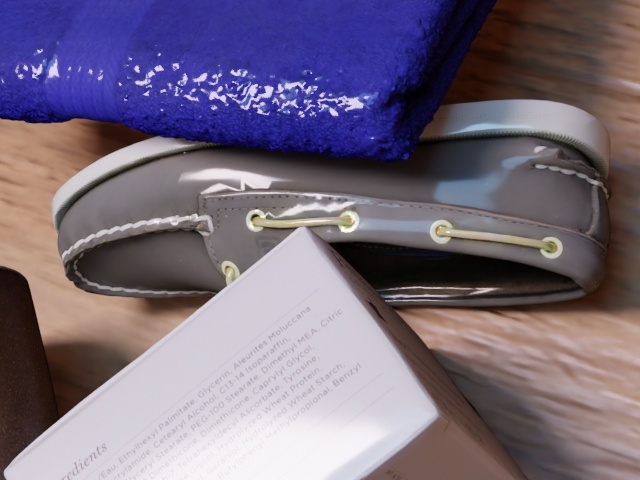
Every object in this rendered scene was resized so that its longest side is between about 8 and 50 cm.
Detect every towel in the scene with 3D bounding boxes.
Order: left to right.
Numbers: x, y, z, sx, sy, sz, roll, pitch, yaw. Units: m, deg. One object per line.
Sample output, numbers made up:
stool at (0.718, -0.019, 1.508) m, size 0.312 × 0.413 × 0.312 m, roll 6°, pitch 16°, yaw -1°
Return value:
towel at (-0.053, -0.132, 0.995) m, size 0.308 × 0.076 × 0.227 m, roll 8°, pitch 52°, yaw 27°

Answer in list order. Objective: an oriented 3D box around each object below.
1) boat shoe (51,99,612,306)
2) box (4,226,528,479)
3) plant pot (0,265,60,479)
boat shoe at (-0.001, -0.002, 0.969) m, size 0.305 × 0.109 × 0.091 m, roll -7°, pitch 62°, yaw 16°
box at (-0.015, 0.117, 0.883) m, size 0.182 × 0.181 × 0.119 m, roll -39°, pitch 60°, yaw 4°
plant pot at (-0.211, 0.162, 0.952) m, size 0.215 × 0.215 × 0.230 m, roll -26°, pitch 76°, yaw 11°
